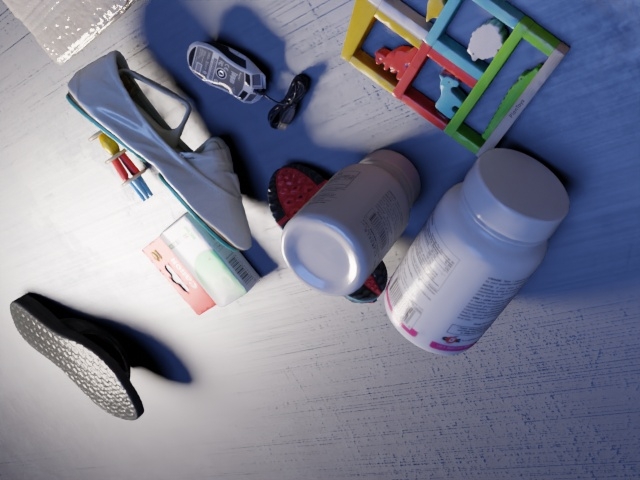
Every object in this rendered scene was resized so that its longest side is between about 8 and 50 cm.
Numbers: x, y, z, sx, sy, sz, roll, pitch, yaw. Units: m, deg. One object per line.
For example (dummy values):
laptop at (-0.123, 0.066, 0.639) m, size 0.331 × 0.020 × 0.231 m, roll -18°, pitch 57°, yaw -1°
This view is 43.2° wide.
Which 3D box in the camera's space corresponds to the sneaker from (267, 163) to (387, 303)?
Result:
sneaker at (0.000, 0.000, 1.288) m, size 0.262 × 0.104 × 0.125 m, roll 56°, pitch 169°, yaw 12°

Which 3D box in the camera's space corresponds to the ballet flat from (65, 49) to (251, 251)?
ballet flat at (-0.234, -0.152, 1.322) m, size 0.400 × 0.139 × 0.139 m, roll 43°, pitch 134°, yaw -6°

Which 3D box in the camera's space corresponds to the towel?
towel at (-0.409, -0.412, 1.292) m, size 0.282 × 0.049 × 0.187 m, roll -21°, pitch 114°, yaw 43°

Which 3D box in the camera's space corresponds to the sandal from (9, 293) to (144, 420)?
sandal at (-0.534, 0.239, 1.826) m, size 0.445 × 0.107 × 0.168 m, roll 31°, pitch 135°, yaw 28°

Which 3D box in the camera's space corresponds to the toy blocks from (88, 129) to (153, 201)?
toy blocks at (-0.330, -0.147, 1.437) m, size 0.123 × 0.054 × 0.148 m, roll -24°, pitch 106°, yaw 42°

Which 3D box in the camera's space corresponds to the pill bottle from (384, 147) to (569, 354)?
pill bottle at (0.213, 0.019, 1.127) m, size 0.160 × 0.160 × 0.283 m, roll 35°, pitch 134°, yaw 8°

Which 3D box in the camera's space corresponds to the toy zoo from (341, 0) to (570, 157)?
toy zoo at (0.149, -0.260, 1.060) m, size 0.293 × 0.030 × 0.192 m, roll 37°, pitch 134°, yaw 6°

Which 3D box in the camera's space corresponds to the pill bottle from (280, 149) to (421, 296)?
pill bottle at (0.053, -0.034, 1.145) m, size 0.131 × 0.229 × 0.131 m, roll 17°, pitch 129°, yaw 22°

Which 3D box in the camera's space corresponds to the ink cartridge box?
ink cartridge box at (-0.241, 0.053, 1.524) m, size 0.224 × 0.056 × 0.181 m, roll -32°, pitch 100°, yaw 41°

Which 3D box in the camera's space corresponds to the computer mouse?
computer mouse at (-0.114, -0.250, 1.234) m, size 0.193 × 0.042 × 0.106 m, roll 32°, pitch 138°, yaw 3°
